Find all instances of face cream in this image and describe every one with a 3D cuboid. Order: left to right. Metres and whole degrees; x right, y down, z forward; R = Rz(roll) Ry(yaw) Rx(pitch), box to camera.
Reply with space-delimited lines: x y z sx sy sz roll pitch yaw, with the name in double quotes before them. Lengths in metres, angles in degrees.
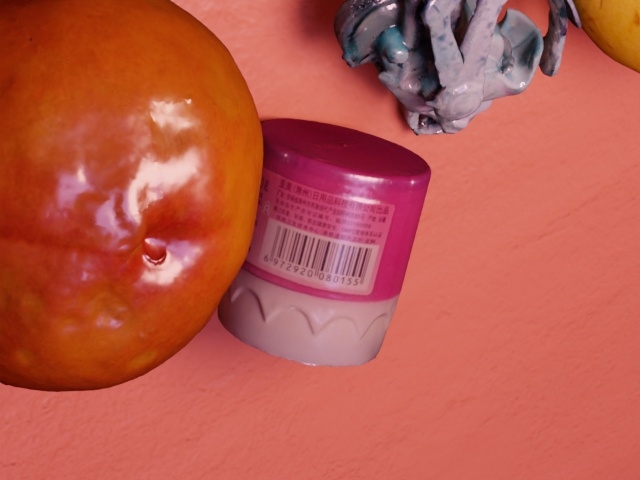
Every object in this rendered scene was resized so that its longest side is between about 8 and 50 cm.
"face cream" 0.000 0.000 1.491 0.175 0.175 0.195 5 109 -32

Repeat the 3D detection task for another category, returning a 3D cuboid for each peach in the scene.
"peach" -0.204 -0.048 1.271 0.342 0.301 0.343 -12 118 -24

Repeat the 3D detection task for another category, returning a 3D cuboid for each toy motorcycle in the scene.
"toy motorcycle" 0.135 -0.196 1.484 0.206 0.154 0.260 -31 148 13

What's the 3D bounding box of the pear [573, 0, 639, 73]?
"pear" 0.363 -0.292 1.521 0.280 0.280 0.281 -12 117 -25
